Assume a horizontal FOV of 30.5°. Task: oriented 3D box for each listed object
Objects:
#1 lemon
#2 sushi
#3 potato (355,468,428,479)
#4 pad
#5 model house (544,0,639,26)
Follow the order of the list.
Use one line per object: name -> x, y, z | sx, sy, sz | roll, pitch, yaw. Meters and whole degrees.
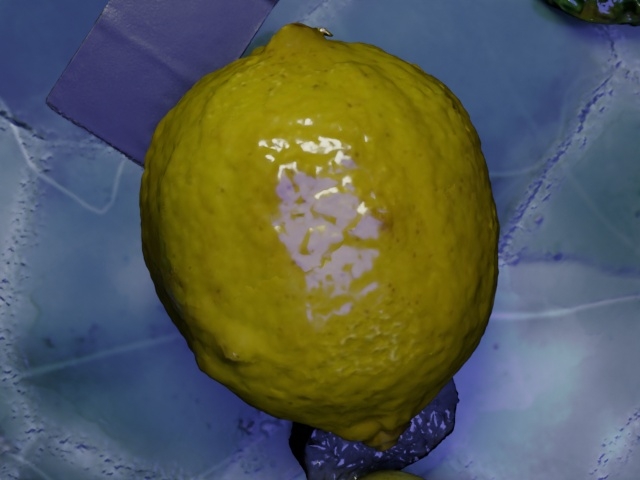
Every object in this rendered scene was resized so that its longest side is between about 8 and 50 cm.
lemon -> 0.000, 0.000, 0.879 | 0.268, 0.268, 0.322 | -5, 97, -5
sushi -> 0.046, 0.152, 0.995 | 0.150, 0.078, 0.090 | -38, 107, -1
potato -> 0.052, 0.293, 0.966 | 0.169, 0.143, 0.248 | -35, 139, -38
pad -> -0.128, -0.161, 0.968 | 0.116, 0.004, 0.193 | 34, 94, -9
model house -> 0.260, -0.268, 0.903 | 0.214, 0.189, 0.195 | -38, 98, -1
